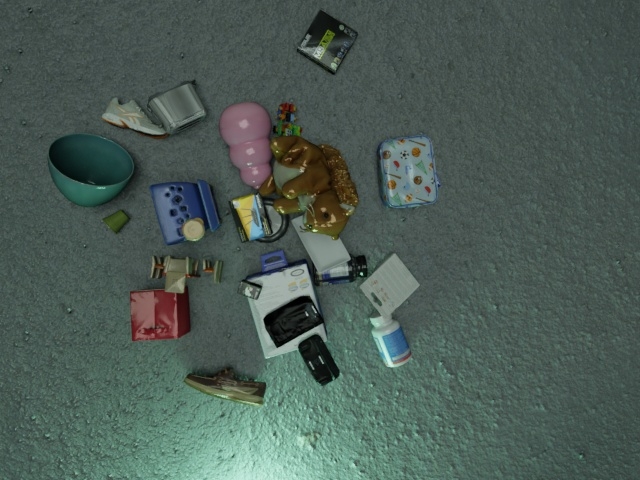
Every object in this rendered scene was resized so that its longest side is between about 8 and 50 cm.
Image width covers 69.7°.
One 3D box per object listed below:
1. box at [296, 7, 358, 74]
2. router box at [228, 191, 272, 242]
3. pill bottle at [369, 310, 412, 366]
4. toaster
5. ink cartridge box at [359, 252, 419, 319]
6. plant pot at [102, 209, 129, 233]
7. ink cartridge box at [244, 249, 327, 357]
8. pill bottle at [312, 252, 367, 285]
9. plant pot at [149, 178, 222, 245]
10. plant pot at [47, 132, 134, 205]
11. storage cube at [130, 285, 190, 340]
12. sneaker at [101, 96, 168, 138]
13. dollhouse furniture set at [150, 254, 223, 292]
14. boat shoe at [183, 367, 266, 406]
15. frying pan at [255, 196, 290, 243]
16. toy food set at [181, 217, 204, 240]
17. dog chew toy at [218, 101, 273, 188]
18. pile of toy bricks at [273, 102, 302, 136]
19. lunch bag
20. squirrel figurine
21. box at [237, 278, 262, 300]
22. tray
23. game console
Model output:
[{"bbox_3d":[0.029,-0.807,1.869,0.184,0.045,0.191,32,91,-7],"label":"box"},{"bbox_3d":[-0.282,-0.092,1.861,0.133,0.046,0.179,-17,94,2],"label":"router box"},{"bbox_3d":[0.290,0.406,1.935,0.124,0.124,0.222,-22,96,-1],"label":"pill bottle"},{"bbox_3d":[-0.552,-0.520,1.805,0.227,0.129,0.146,-35,100,-25],"label":"toaster"},{"bbox_3d":[0.282,0.189,1.919,0.224,0.056,0.181,-40,96,-19],"label":"ink cartridge box"},{"bbox_3d":[-0.822,-0.082,1.862,0.079,0.083,0.083,-41,96,-11],"label":"plant pot"},{"bbox_3d":[-0.147,0.244,1.883,0.270,0.151,0.396,-15,97,-1],"label":"ink cartridge box"},{"bbox_3d":[0.079,0.118,1.902,0.219,0.123,0.123,-6,95,-3],"label":"pill bottle"},{"bbox_3d":[-0.513,-0.119,1.800,0.212,0.236,0.236,-15,95,-8],"label":"plant pot"},{"bbox_3d":[-0.890,-0.243,1.767,0.290,0.290,0.195,32,129,-5],"label":"plant pot"},{"bbox_3d":[-0.635,0.287,1.833,0.183,0.215,0.193,-3,88,-2],"label":"storage cube"},{"bbox_3d":[-0.726,-0.491,1.826,0.262,0.099,0.121,18,89,-6],"label":"sneaker"},{"bbox_3d":[-0.535,0.134,1.800,0.262,0.259,0.135,4,84,-2],"label":"dollhouse furniture set"},{"bbox_3d":[-0.394,0.597,1.928,0.342,0.123,0.123,14,64,1],"label":"boat shoe"},{"bbox_3d":[-0.168,-0.111,1.911,0.326,0.053,0.197,-26,95,2],"label":"frying pan"},{"bbox_3d":[-0.469,-0.040,1.691,0.082,0.020,0.083,-11,97,-14],"label":"toy food set"},{"bbox_3d":[-0.276,-0.369,1.814,0.206,0.206,0.332,-13,103,-2],"label":"dog chew toy"},{"bbox_3d":[-0.122,-0.448,1.868,0.105,0.118,0.212,7,84,-36],"label":"pile of toy bricks"},{"bbox_3d":[0.364,-0.275,1.896,0.243,0.115,0.303,-8,94,-5],"label":"lunch bag"},{"bbox_3d":[0.012,-0.191,1.754,0.397,0.281,0.370,-19,59,-40],"label":"squirrel figurine"},{"bbox_3d":[-0.271,0.189,1.771,0.083,0.062,0.052,21,92,-2],"label":"box"},{"bbox_3d":[0.000,0.000,1.877,0.145,0.030,0.270,-23,65,-12],"label":"tray"},{"bbox_3d":[-0.057,0.411,1.810,0.213,0.044,0.361,-28,95,1],"label":"game console"}]
